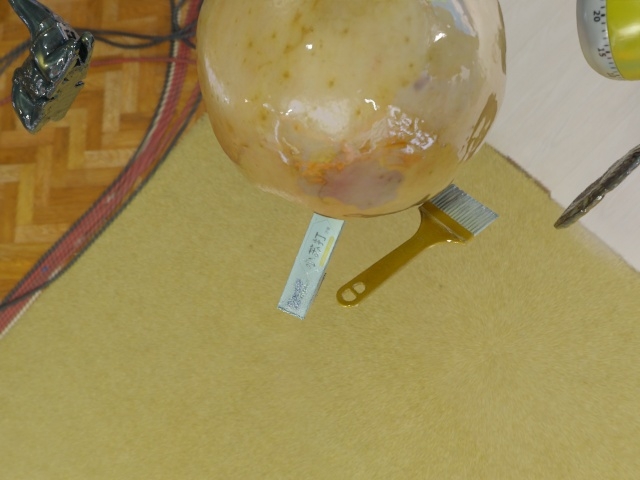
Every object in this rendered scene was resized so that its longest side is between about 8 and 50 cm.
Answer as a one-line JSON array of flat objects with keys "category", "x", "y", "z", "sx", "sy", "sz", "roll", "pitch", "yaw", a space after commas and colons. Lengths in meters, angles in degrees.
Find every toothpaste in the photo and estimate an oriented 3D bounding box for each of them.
[{"category": "toothpaste", "x": 0.000, "y": 0.000, "z": 1.351, "sx": 0.071, "sy": 0.089, "sz": 0.313, "roll": 24, "pitch": 112, "yaw": 4}]

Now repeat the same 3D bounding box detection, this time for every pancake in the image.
[{"category": "pancake", "x": 0.455, "y": -0.087, "z": 1.132, "sx": 0.199, "sy": 0.199, "sz": 0.021, "roll": -44, "pitch": 83, "yaw": 4}]

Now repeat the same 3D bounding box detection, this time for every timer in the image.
[{"category": "timer", "x": 0.630, "y": -0.426, "z": 1.254, "sx": 0.285, "sy": 0.285, "sz": 0.285, "roll": -2, "pitch": 81, "yaw": 14}]

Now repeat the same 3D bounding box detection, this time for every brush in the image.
[{"category": "brush", "x": 0.132, "y": 0.014, "z": 1.029, "sx": 0.272, "sy": 0.013, "sz": 0.103, "roll": -36, "pitch": 52, "yaw": -16}]

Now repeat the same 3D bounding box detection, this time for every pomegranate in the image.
[{"category": "pomegranate", "x": 0.038, "y": -0.229, "z": 0.870, "sx": 0.411, "sy": 0.411, "sz": 0.411, "roll": -2, "pitch": 81, "yaw": 14}]

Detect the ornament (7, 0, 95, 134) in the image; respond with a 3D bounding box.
[{"category": "ornament", "x": -0.393, "y": -0.276, "z": 0.874, "sx": 0.236, "sy": 0.080, "sz": 0.202, "roll": 50, "pitch": 138, "yaw": -4}]
